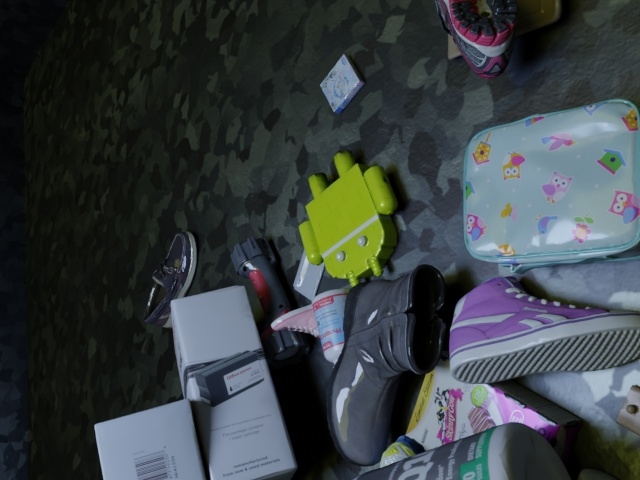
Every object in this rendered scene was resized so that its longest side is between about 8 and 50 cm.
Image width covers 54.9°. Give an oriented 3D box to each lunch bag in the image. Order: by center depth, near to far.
[{"bbox_3d":[0.338,-0.066,0.882,0.279,0.108,0.224,-7,82,48],"label":"lunch bag"}]

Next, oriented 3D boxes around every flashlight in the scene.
[{"bbox_3d":[-0.123,0.134,1.373,0.103,0.103,0.304,-53,50,33],"label":"flashlight"}]

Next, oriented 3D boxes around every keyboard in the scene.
[{"bbox_3d":[0.000,0.000,1.324,0.072,0.014,0.256,27,104,42],"label":"keyboard"}]

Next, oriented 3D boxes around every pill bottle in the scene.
[{"bbox_3d":[0.147,0.394,0.824,0.361,0.204,0.204,-33,60,31],"label":"pill bottle"},{"bbox_3d":[0.041,0.180,1.188,0.087,0.087,0.160,-34,61,40],"label":"pill bottle"}]

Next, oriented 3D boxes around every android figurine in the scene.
[{"bbox_3d":[0.056,-0.036,1.225,0.248,0.056,0.273,-35,61,38],"label":"android figurine"}]

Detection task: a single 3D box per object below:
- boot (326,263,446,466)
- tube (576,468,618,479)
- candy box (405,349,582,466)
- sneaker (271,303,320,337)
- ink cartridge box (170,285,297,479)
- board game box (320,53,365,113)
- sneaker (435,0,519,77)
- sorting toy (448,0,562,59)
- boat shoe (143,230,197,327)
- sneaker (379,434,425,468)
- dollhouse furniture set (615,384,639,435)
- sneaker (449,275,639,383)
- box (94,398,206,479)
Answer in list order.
[{"bbox_3d":[0.111,0.215,1.029,0.222,0.118,0.338,159,115,-63],"label":"boot"},{"bbox_3d":[0.346,0.430,0.833,0.062,0.070,0.240,15,104,8],"label":"tube"},{"bbox_3d":[0.255,0.289,0.945,0.233,0.071,0.159,26,104,48],"label":"candy box"},{"bbox_3d":[-0.029,0.173,1.256,0.051,0.134,0.070,93,156,-72],"label":"sneaker"},{"bbox_3d":[-0.196,0.338,1.296,0.285,0.166,0.395,107,148,-55],"label":"ink cartridge box"},{"bbox_3d":[0.046,-0.335,1.318,0.090,0.020,0.090,-47,52,34],"label":"board game box"},{"bbox_3d":[0.234,-0.391,1.002,0.121,0.112,0.299,-12,56,9],"label":"sneaker"},{"bbox_3d":[0.307,-0.480,1.039,0.229,0.041,0.307,-7,78,52],"label":"sorting toy"},{"bbox_3d":[-0.422,0.110,1.715,0.103,0.092,0.285,31,107,46],"label":"boat shoe"},{"bbox_3d":[0.176,0.429,1.013,0.091,0.126,0.240,-19,97,19],"label":"sneaker"},{"bbox_3d":[0.408,0.189,0.730,0.123,0.151,0.144,28,103,47],"label":"dollhouse furniture set"},{"bbox_3d":[0.319,0.104,0.885,0.282,0.102,0.161,-13,44,28],"label":"sneaker"},{"bbox_3d":[-0.325,0.444,1.208,0.345,0.168,0.215,133,124,-68],"label":"box"}]
